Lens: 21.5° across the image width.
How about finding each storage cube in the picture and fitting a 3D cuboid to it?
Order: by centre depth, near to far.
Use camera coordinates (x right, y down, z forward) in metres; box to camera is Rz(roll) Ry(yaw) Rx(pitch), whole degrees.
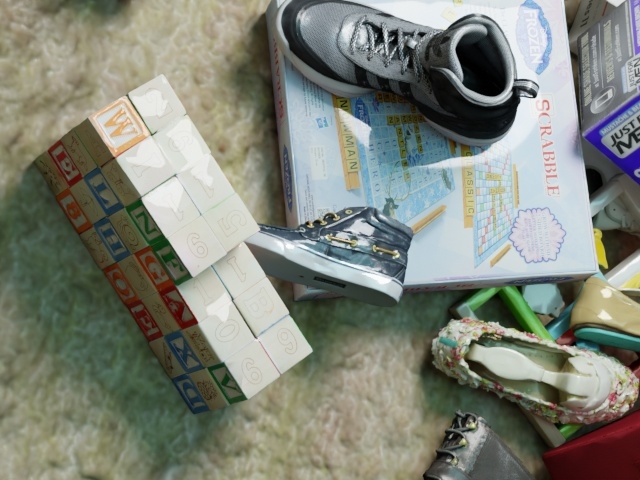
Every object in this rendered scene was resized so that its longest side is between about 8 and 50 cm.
[{"bbox_3d":[0.380,0.258,1.752,0.215,0.193,0.183,-19,84,-32],"label":"storage cube"}]

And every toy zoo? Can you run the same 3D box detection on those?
[{"bbox_3d":[0.308,0.062,1.840,0.293,0.030,0.192,-37,97,-12],"label":"toy zoo"}]

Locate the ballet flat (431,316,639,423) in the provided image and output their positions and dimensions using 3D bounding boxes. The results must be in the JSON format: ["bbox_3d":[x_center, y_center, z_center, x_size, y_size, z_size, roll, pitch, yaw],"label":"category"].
[{"bbox_3d":[0.232,0.143,1.765,0.241,0.077,0.091,14,89,-12],"label":"ballet flat"}]

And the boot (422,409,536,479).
[{"bbox_3d":[0.101,0.268,1.708,0.263,0.091,0.229,43,62,-24],"label":"boot"}]

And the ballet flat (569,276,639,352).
[{"bbox_3d":[0.379,0.097,1.803,0.232,0.080,0.073,20,69,-14],"label":"ballet flat"}]

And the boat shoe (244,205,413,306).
[{"bbox_3d":[0.000,0.000,1.657,0.183,0.065,0.083,19,68,-10],"label":"boat shoe"}]

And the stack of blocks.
[{"bbox_3d":[-0.134,0.010,1.591,0.087,0.171,0.297,-34,96,-29],"label":"stack of blocks"}]

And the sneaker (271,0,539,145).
[{"bbox_3d":[0.089,-0.188,1.660,0.268,0.153,0.101,24,74,-7],"label":"sneaker"}]

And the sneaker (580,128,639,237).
[{"bbox_3d":[0.355,-0.036,1.913,0.232,0.090,0.115,46,74,-6],"label":"sneaker"}]

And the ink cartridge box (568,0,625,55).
[{"bbox_3d":[0.423,-0.270,1.971,0.353,0.119,0.207,31,65,-19],"label":"ink cartridge box"}]

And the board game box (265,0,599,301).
[{"bbox_3d":[0.115,-0.105,1.765,0.318,0.066,0.318,-3,80,-13],"label":"board game box"}]

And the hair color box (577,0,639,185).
[{"bbox_3d":[0.431,-0.099,1.844,0.339,0.110,0.185,36,35,-23],"label":"hair color box"}]
